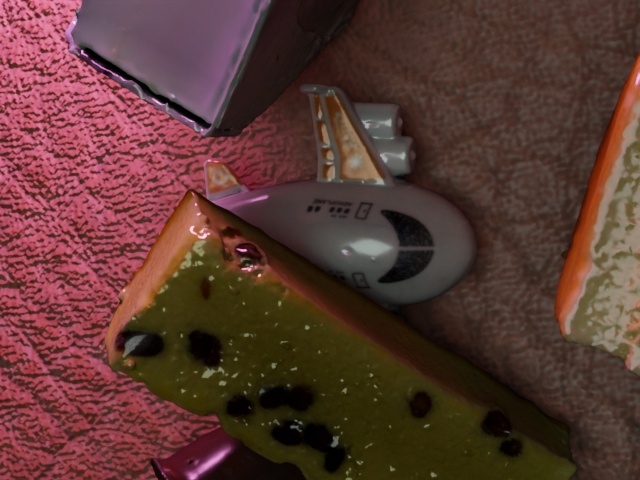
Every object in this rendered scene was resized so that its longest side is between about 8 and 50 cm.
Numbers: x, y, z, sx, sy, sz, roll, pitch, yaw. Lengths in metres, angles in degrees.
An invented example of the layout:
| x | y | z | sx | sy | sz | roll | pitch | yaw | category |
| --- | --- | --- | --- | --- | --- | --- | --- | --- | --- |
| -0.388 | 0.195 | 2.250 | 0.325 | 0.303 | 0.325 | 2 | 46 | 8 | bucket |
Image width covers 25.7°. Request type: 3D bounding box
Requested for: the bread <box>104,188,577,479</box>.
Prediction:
| x | y | z | sx | sy | sz | roll | pitch | yaw | category |
| --- | --- | --- | --- | --- | --- | --- | --- | --- | --- |
| 0.015 | 0.116 | 1.048 | 0.361 | 0.077 | 0.138 | 33 | 110 | -16 | bread |

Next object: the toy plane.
| x | y | z | sx | sy | sz | roll | pitch | yaw | category |
| --- | --- | --- | --- | --- | --- | --- | --- | --- | --- |
| 0.000 | 0.000 | 1.103 | 0.245 | 0.117 | 0.244 | 1 | 92 | 16 | toy plane |

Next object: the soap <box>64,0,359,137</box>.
| x | y | z | sx | sy | sz | roll | pitch | yaw | category |
| --- | --- | --- | --- | --- | --- | --- | --- | --- | --- |
| -0.007 | -0.298 | 1.010 | 0.156 | 0.261 | 0.446 | 33 | 101 | 9 | soap |

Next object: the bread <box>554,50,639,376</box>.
| x | y | z | sx | sy | sz | roll | pitch | yaw | category |
| --- | --- | --- | --- | --- | --- | --- | --- | --- | --- |
| 0.246 | -0.047 | 0.970 | 0.111 | 0.239 | 0.246 | 18 | 100 | 8 | bread |

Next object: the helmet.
| x | y | z | sx | sy | sz | roll | pitch | yaw | category |
| --- | --- | --- | --- | --- | --- | --- | --- | --- | --- |
| -0.053 | 0.198 | 1.116 | 0.106 | 0.175 | 0.155 | -46 | 54 | -9 | helmet |
